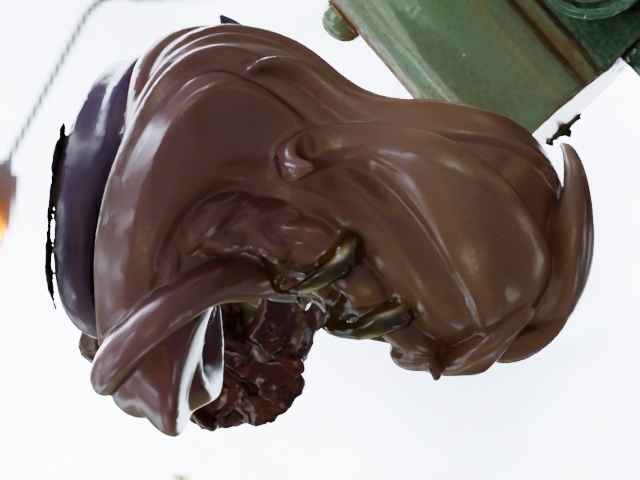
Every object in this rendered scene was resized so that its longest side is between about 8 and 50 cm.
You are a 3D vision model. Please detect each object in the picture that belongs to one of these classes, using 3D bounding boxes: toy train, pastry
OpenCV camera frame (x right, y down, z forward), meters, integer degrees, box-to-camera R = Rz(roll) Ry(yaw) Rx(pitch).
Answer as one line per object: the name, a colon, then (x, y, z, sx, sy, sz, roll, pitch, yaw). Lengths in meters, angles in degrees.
toy train: (0.064, -0.165, 0.951, 0.285, 0.177, 0.116, 50, -158, 7)
pastry: (-0.044, 0.000, 0.829, 0.115, 0.208, 0.097, 20, -64, -13)

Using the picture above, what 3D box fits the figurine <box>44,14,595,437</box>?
figurine: (-0.007, -0.005, 0.518, 0.114, 0.157, 0.126, 51, -133, -46)
